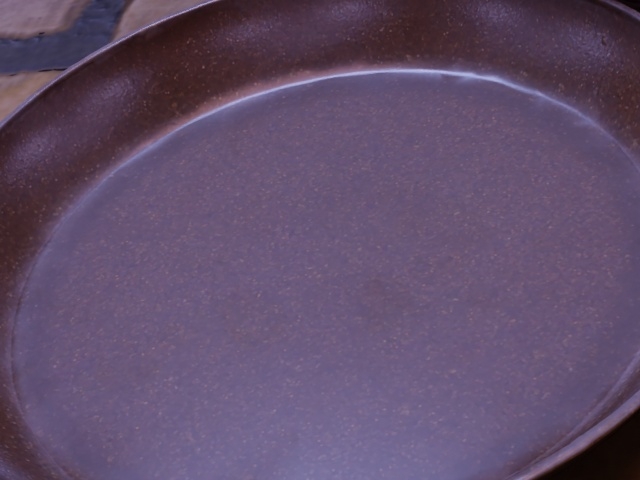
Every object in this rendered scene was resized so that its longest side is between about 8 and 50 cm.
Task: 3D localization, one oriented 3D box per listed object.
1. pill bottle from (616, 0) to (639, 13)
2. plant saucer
[{"bbox_3d":[0.086,-0.206,0.644,0.301,0.169,0.169,25,55,37],"label":"pill bottle"},{"bbox_3d":[0.000,0.000,0.528,0.310,0.050,0.310,-9,40,8],"label":"plant saucer"}]
